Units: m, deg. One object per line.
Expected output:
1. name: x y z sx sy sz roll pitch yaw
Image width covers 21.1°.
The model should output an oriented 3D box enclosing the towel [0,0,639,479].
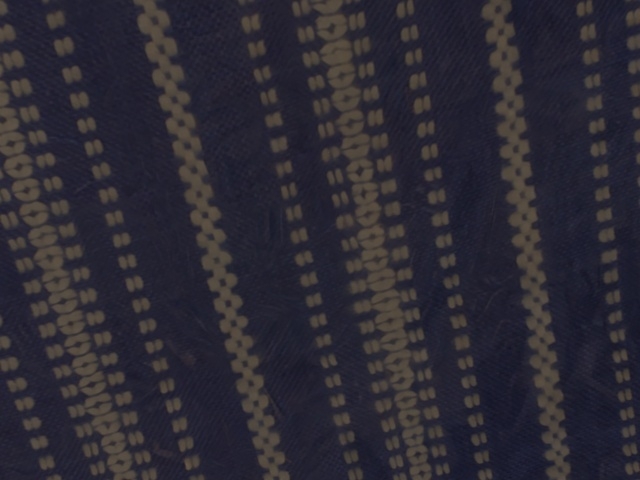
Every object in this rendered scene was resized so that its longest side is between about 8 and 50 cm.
1. towel: 0.000 0.000 0.417 0.336 0.040 0.243 -16 -55 -3
